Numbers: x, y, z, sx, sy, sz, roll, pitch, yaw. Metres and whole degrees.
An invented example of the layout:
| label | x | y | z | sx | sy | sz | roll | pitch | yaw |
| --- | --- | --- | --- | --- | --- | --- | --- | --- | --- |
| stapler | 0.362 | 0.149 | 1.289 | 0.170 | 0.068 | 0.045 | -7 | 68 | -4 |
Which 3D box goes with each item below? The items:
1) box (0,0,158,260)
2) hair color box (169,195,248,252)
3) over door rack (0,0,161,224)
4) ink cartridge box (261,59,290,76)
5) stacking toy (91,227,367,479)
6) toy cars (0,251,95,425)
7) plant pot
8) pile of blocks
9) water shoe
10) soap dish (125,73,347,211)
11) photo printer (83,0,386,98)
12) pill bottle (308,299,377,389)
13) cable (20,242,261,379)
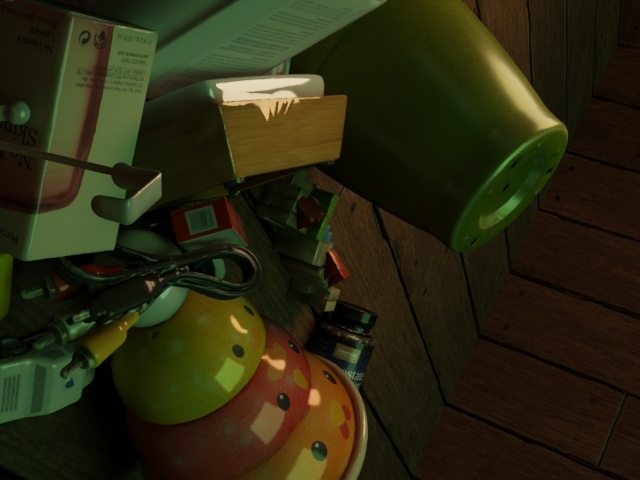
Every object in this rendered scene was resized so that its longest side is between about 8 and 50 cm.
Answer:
| label | x | y | z | sx | sy | sz | roll | pitch | yaw |
| --- | --- | --- | --- | --- | --- | --- | --- | --- | --- |
| box | -0.273 | -0.114 | 0.884 | 0.127 | 0.148 | 0.232 | -9 | 117 | -62 |
| hair color box | -0.136 | -0.013 | 1.132 | 0.141 | 0.072 | 0.043 | 77 | -3 | -80 |
| over door rack | -0.240 | -0.175 | 0.691 | 0.108 | 0.324 | 0.239 | -38 | 141 | -49 |
| ink cartridge box | -0.089 | -0.252 | 1.232 | 0.052 | 0.088 | 0.122 | -28 | 133 | -60 |
| stacking toy | -0.162 | 0.174 | 1.203 | 0.350 | 0.350 | 0.480 | -55 | 139 | -29 |
| toy cars | -0.342 | 0.112 | 0.989 | 0.176 | 0.087 | 0.394 | -61 | 154 | -19 |
| plant pot | 0.159 | -0.178 | 1.352 | 0.366 | 0.353 | 0.366 | -37 | 157 | -19 |
| pile of blocks | 0.000 | 0.000 | 1.584 | 0.149 | 0.112 | 0.362 | -57 | 153 | -26 |
| water shoe | -0.198 | 0.002 | 1.248 | 0.080 | 0.073 | 0.203 | -40 | 140 | -18 |
| soap dish | -0.122 | -0.114 | 1.097 | 0.291 | 0.229 | 0.118 | -18 | 93 | -59 |
| photo printer | -0.101 | -0.252 | 1.001 | 0.256 | 0.307 | 0.107 | -12 | 78 | -62 |
| pill bottle | 0.036 | 0.236 | 1.829 | 0.123 | 0.123 | 0.219 | 15 | 95 | -66 |
| cable | -0.200 | 0.044 | 1.025 | 0.072 | 0.139 | 0.287 | -31 | 173 | 42 |
